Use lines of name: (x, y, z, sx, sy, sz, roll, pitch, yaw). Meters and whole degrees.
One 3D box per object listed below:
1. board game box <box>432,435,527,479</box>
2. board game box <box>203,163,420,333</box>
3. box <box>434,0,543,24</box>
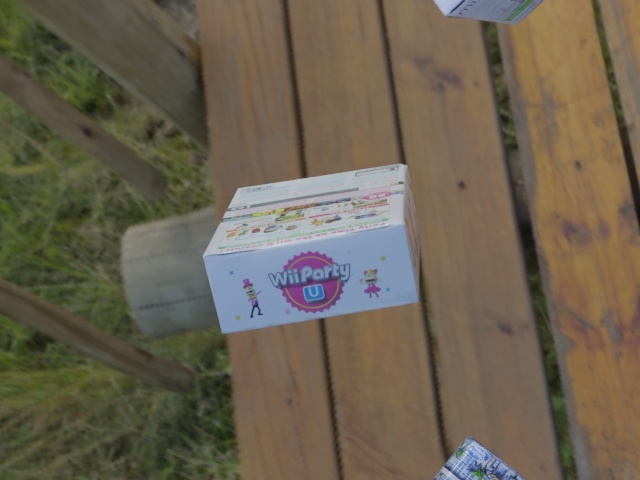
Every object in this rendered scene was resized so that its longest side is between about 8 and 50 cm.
board game box: (0.145, 0.305, 1.142, 0.194, 0.060, 0.194, 38, 84, 11)
board game box: (0.000, 0.000, 1.540, 0.224, 0.303, 0.098, -9, 104, 7)
box: (0.277, -0.419, 1.757, 0.262, 0.231, 0.127, -42, 72, 30)
